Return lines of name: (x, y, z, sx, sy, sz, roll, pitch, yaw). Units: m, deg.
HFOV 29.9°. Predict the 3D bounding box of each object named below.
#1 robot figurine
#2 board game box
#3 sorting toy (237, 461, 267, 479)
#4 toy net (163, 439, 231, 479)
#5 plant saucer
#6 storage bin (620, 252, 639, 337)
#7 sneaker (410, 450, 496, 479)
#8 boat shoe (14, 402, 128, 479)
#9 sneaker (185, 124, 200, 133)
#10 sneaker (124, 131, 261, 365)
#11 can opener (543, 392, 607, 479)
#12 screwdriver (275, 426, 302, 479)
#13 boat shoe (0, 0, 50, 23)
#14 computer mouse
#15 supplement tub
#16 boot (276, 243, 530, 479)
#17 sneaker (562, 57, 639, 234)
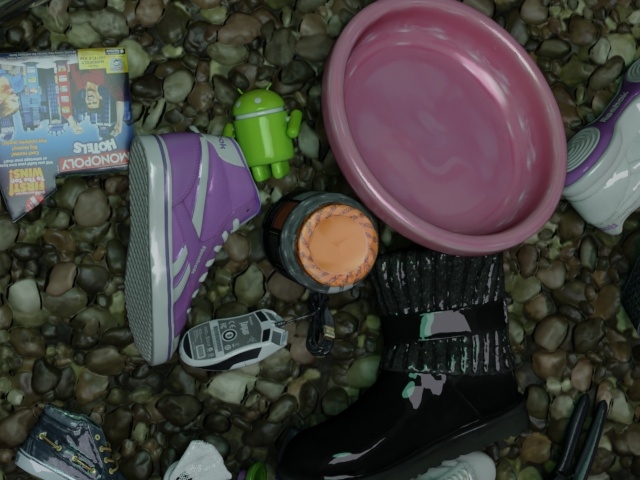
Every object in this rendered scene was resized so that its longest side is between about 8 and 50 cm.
robot figurine: (-0.069, -0.130, 1.445, 0.101, 0.067, 0.115, -8, 97, 18)
board game box: (-0.316, -0.122, 1.396, 0.194, 0.060, 0.194, -5, 96, -13)
sorting toy: (-0.099, 0.322, 1.483, 0.042, 0.061, 0.102, 5, 85, 21)
toy net: (-0.170, 0.342, 1.443, 0.122, 0.045, 0.232, 0, 105, -16)
plant saucer: (0.140, -0.131, 1.430, 0.332, 0.084, 0.332, 11, 65, -26)
storage bin: (0.476, 0.043, 1.532, 0.122, 0.084, 0.180, 13, 116, -9)
sneaker: (0.139, 0.317, 1.483, 0.235, 0.095, 0.090, -14, 91, -34)
boat shoe: (-0.265, 0.266, 1.430, 0.183, 0.065, 0.083, 28, 86, -13)
sneaker: (-0.154, -0.096, 1.447, 0.037, 0.032, 0.083, -15, 96, -11)
sneaker: (-0.142, 0.012, 1.415, 0.161, 0.102, 0.282, -5, 114, -30)
can opener: (0.332, 0.291, 1.568, 0.059, 0.073, 0.186, 28, 78, -5)
screwdriver: (-0.057, 0.314, 1.507, 0.024, 0.025, 0.170, 18, 98, -14)
boat shoe: (-0.326, -0.333, 1.346, 0.355, 0.130, 0.132, -28, 96, -3)
computer mouse: (-0.076, 0.118, 1.462, 0.193, 0.106, 0.042, -14, 135, -1)
supplement tub: (0.000, 0.000, 1.406, 0.117, 0.190, 0.117, -1, 95, -12)
boot: (0.084, 0.146, 1.463, 0.348, 0.131, 0.260, -18, 103, -20)
sneaker: (0.432, -0.140, 1.549, 0.305, 0.114, 0.152, -45, 115, -2)
